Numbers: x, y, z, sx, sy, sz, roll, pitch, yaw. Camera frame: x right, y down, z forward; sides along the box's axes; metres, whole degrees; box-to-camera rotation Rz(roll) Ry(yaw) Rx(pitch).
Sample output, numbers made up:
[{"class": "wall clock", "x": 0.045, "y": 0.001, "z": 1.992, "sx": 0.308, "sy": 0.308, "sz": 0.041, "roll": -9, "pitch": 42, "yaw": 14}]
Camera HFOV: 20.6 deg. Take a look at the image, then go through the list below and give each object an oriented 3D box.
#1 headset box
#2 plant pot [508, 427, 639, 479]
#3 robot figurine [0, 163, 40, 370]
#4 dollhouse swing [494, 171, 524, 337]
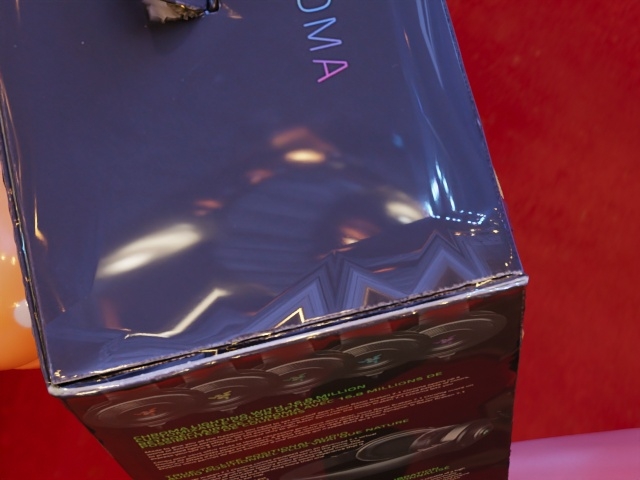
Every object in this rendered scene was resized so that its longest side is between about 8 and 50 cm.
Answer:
[{"class": "headset box", "x": -0.025, "y": -0.045, "z": 0.591, "sx": 0.131, "sy": 0.283, "sz": 0.246, "roll": -14, "pitch": 71, "yaw": 0}, {"class": "plant pot", "x": 0.238, "y": 0.310, "z": 1.745, "sx": 0.243, "sy": 0.275, "sz": 0.275, "roll": 3, "pitch": 112, "yaw": 0}, {"class": "robot figurine", "x": -0.136, "y": 0.003, "z": 0.898, "sx": 0.158, "sy": 0.219, "sz": 0.128, "roll": 18, "pitch": 101, "yaw": 30}, {"class": "dollhouse swing", "x": 0.000, "y": 0.000, "z": 1.707, "sx": 0.315, "sy": 0.305, "sz": 0.347, "roll": -30, "pitch": 55, "yaw": -3}]
